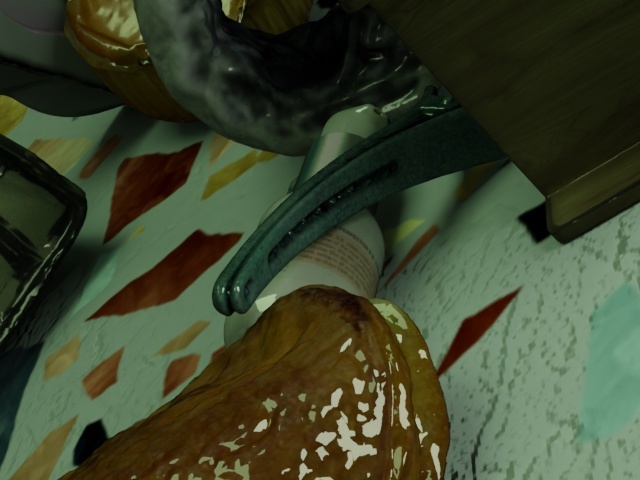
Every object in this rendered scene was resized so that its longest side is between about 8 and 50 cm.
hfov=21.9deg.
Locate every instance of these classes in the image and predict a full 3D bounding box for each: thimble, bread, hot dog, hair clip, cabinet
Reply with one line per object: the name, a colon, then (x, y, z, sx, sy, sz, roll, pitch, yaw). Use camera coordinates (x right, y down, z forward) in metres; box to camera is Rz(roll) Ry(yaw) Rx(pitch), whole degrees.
thimble: (-0.009, -0.181, 1.016, 0.157, 0.217, 0.245, -110, 36, -59)
bread: (-0.096, -0.187, 1.267, 0.199, 0.104, 0.199, -13, 56, 20)
hot dog: (-0.057, 0.135, 0.738, 0.272, 0.122, 0.196, -38, 21, -24)
hair clip: (0.016, -0.020, 0.850, 0.070, 0.039, 0.229, 14, 37, 40)
cabinet: (0.118, -0.145, 0.830, 0.148, 0.175, 0.215, -32, 29, 26)

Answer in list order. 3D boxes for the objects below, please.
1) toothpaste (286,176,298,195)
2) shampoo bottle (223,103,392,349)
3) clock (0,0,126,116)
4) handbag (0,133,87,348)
toothpaste: (-0.018, 0.022, 0.959, 0.048, 0.029, 0.197, -31, 31, 37)
shampoo bottle: (0.000, 0.000, 0.907, 0.074, 0.074, 0.192, -28, 30, 32)
clock: (-0.211, -0.272, 1.360, 0.102, 0.338, 0.338, -6, 45, 50)
handbag: (-0.356, 0.068, 1.266, 0.325, 0.162, 0.327, -1, 57, 61)
